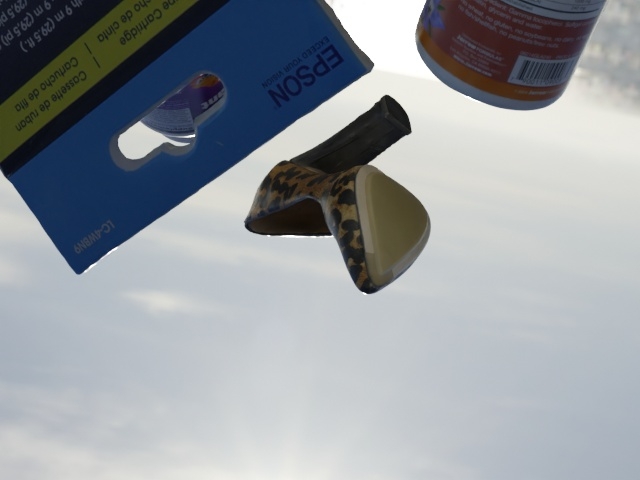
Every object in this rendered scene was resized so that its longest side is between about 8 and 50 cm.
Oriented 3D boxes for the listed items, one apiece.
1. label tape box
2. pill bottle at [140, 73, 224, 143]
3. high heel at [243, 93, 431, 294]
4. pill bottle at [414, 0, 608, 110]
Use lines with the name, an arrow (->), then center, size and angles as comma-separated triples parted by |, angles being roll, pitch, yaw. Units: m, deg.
label tape box -> -0.129, -0.192, 0.943 | 0.249, 0.348, 0.115 | -33, -179, 35
pill bottle -> -0.120, -0.151, 1.394 | 0.108, 0.108, 0.193 | 11, 164, 6
high heel -> 0.000, 0.000, 1.427 | 0.093, 0.186, 0.261 | 42, -152, -23
pill bottle -> 0.154, -0.208, 1.153 | 0.121, 0.216, 0.121 | 14, -143, -11
